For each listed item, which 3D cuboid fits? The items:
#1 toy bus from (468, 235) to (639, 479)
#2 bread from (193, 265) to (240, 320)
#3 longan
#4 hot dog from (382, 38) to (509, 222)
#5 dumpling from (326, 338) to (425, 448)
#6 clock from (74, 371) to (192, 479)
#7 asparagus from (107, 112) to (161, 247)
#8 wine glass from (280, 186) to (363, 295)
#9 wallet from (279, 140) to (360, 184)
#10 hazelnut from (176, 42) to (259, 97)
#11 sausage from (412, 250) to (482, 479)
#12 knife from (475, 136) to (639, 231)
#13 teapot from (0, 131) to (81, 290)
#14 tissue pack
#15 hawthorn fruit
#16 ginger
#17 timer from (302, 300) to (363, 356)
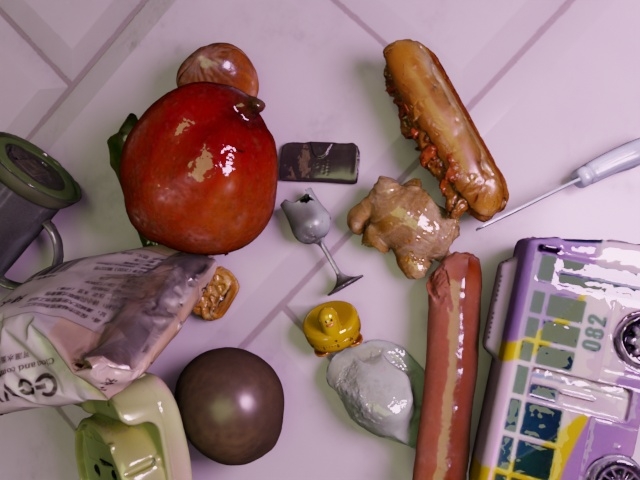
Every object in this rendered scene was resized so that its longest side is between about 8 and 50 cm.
[{"bbox_3d":[0.378,0.203,0.897,0.249,0.209,0.441,12,91,14],"label":"toy bus"},{"bbox_3d":[-0.210,0.103,1.117,0.083,0.044,0.111,36,97,13],"label":"bread"},{"bbox_3d":[-0.160,0.296,1.024,0.197,0.198,0.213,-20,82,11],"label":"longan"},{"bbox_3d":[0.205,-0.186,0.989,0.117,0.158,0.349,-29,85,23],"label":"hot dog"},{"bbox_3d":[0.113,0.267,1.003,0.219,0.108,0.153,35,95,7],"label":"dumpling"},{"bbox_3d":[-0.343,0.411,1.025,0.286,0.117,0.349,-8,94,48],"label":"clock"},{"bbox_3d":[-0.354,-0.088,1.145,0.085,0.082,0.343,-14,84,-28],"label":"asparagus"},{"bbox_3d":[0.000,0.000,1.058,0.079,0.079,0.196,-31,82,9],"label":"wine glass"},{"bbox_3d":[-0.002,-0.150,1.098,0.156,0.018,0.082,5,88,14],"label":"wallet"},{"bbox_3d":[-0.196,-0.304,1.087,0.150,0.150,0.151,-1,87,13],"label":"hazelnut"},{"bbox_3d":[0.212,0.227,0.949,0.094,0.094,0.420,4,83,19],"label":"sausage"},{"bbox_3d":[0.406,-0.088,0.962,0.331,0.080,0.044,-26,84,2],"label":"knife"},{"bbox_3d":[-0.653,-0.011,1.156,0.270,0.200,0.337,44,98,-7],"label":"teapot"},{"bbox_3d":[-0.398,0.140,0.976,0.375,0.390,0.195,-15,109,20],"label":"tissue pack"},{"bbox_3d":[-0.215,-0.127,1.008,0.294,0.295,0.312,14,116,13],"label":"hawthorn fruit"},{"bbox_3d":[0.162,-0.020,1.011,0.216,0.102,0.157,37,99,1],"label":"ginger"},{"bbox_3d":[0.018,0.147,1.026,0.107,0.107,0.109,-12,120,12],"label":"timer"}]
